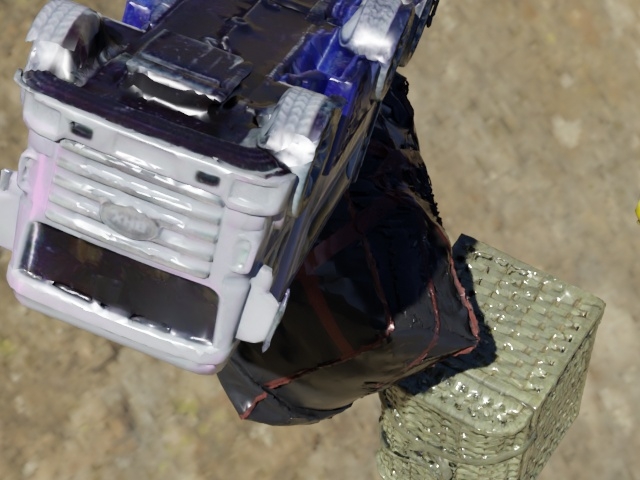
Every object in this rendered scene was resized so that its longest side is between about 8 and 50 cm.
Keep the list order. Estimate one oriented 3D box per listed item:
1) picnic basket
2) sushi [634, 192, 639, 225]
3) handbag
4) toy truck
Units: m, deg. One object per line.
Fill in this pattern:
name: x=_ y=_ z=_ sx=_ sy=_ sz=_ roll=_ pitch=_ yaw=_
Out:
picnic basket: x=0.123 y=0.124 z=1.216 sx=0.134 sy=0.196 sz=0.154 roll=27 pitch=61 yaw=17
sushi: x=0.471 y=-0.089 z=1.360 sx=0.240 sy=0.351 sz=0.397 roll=37 pitch=56 yaw=-23
handbag: x=0.000 y=0.000 z=1.001 sx=0.155 sy=0.169 sz=0.215 roll=5 pitch=61 yaw=-47
toy truck: x=-0.042 y=-0.043 z=0.668 sx=0.124 sy=0.155 sz=0.268 roll=21 pitch=29 yaw=6
